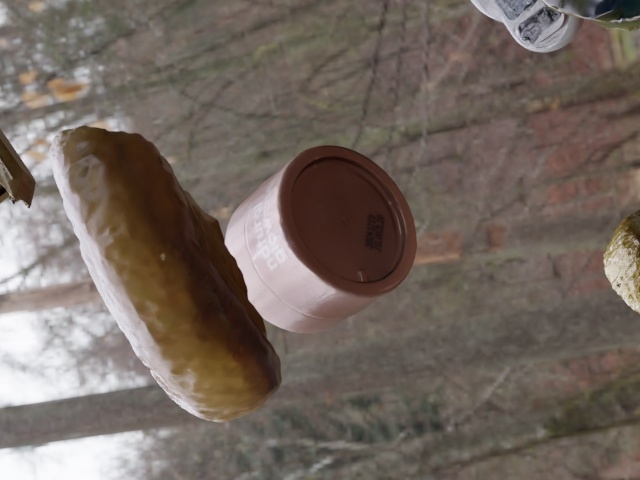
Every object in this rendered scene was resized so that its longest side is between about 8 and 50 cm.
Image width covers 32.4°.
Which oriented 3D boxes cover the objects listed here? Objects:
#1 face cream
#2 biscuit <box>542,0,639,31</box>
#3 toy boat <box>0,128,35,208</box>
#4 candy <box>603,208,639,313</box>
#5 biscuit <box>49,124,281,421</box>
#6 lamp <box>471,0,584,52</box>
[{"bbox_3d":[0.000,0.000,1.012,0.149,0.104,0.149,16,-121,-28],"label":"face cream"},{"bbox_3d":[0.278,-0.349,1.191,0.078,0.335,0.329,-35,-74,-49],"label":"biscuit"},{"bbox_3d":[-0.481,-0.116,1.593,0.200,0.077,0.057,50,-179,26],"label":"toy boat"},{"bbox_3d":[0.594,0.051,1.812,0.260,0.260,0.118,-81,13,-51],"label":"candy"},{"bbox_3d":[-0.106,0.032,0.797,0.213,0.091,0.274,63,177,19],"label":"biscuit"},{"bbox_3d":[0.317,-0.404,1.685,0.108,0.179,0.246,-23,-99,-47],"label":"lamp"}]
